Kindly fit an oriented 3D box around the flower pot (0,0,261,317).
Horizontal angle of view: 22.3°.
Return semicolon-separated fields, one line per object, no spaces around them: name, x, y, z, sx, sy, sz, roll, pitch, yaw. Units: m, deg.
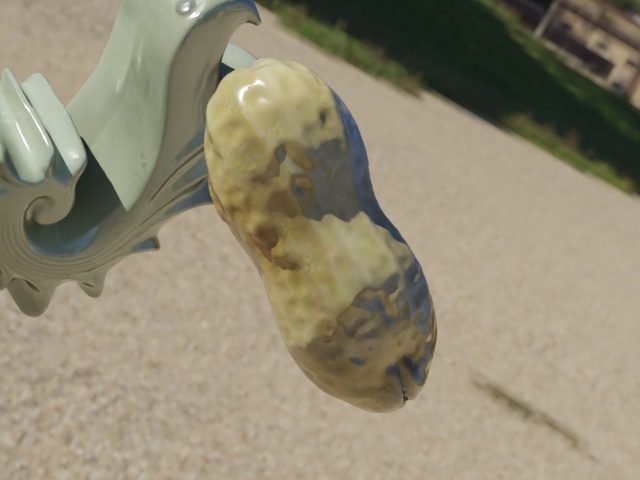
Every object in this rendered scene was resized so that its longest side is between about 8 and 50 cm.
flower pot;-0.203;-0.098;1.573;0.164;0.367;0.254;54;-4;35

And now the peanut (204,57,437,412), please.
peanut;0.000;0.000;1.237;0.130;0.130;0.290;-75;141;-80
